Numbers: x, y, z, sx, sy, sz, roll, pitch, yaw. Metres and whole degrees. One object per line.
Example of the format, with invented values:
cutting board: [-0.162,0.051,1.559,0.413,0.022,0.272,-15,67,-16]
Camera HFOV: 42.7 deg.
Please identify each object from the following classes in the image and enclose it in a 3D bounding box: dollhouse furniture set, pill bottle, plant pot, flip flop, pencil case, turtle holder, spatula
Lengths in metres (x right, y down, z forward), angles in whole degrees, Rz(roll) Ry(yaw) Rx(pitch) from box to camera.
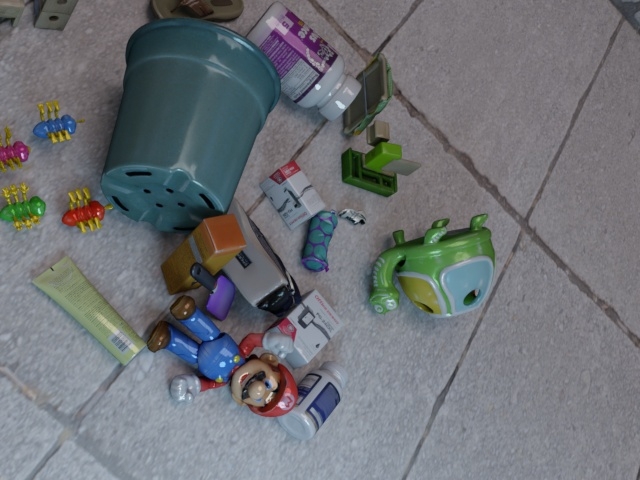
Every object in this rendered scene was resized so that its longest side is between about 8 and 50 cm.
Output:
dollhouse furniture set: [0.166,-0.299,2.120,0.151,0.197,0.301,13,62,-29]
pill bottle: [-0.011,0.340,1.764,0.094,0.094,0.169,49,50,-6]
dollhouse furniture set: [-0.624,-0.539,1.721,0.184,0.129,0.129,-4,71,-36]
plant pot: [-0.281,-0.214,1.682,0.341,0.341,0.334,25,59,-24]
pill bottle: [-0.047,-0.442,2.057,0.301,0.169,0.169,39,52,-15]
flip flop: [-0.295,-0.584,2.006,0.277,0.080,0.112,-18,80,-39]
pencil case: [0.000,0.000,1.951,0.070,0.064,0.151,22,58,-12]
turtle holder: [0.291,0.074,2.011,0.320,0.243,0.227,-18,97,-48]
spatula: [-0.217,0.092,1.638,0.030,0.296,0.084,19,75,10]

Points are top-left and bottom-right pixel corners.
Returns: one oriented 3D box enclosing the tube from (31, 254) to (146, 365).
tube: [-0.440,0.138,1.586,0.240,0.062,0.070,46,7,-3]

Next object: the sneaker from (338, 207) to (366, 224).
sneaker: [0.083,-0.058,2.057,0.083,0.032,0.037,4,66,-33]

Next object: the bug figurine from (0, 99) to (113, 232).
bug figurine: [-0.544,-0.130,1.624,0.216,0.072,0.279,-15,83,-32]

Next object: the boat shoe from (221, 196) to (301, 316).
boat shoe: [-0.168,0.029,1.801,0.340,0.127,0.158,56,3,25]

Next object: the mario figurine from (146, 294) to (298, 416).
mario figurine: [-0.180,0.248,1.631,0.320,0.198,0.170,35,40,-12]

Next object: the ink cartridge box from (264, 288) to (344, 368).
ink cartridge box: [-0.034,0.196,1.835,0.109,0.063,0.150,51,50,-5]

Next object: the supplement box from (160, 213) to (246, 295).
supplement box: [-0.241,0.032,1.655,0.078,0.233,0.080,-13,72,-39]

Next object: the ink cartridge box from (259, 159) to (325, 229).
ink cartridge box: [-0.066,-0.106,1.931,0.056,0.099,0.135,-35,91,-40]
